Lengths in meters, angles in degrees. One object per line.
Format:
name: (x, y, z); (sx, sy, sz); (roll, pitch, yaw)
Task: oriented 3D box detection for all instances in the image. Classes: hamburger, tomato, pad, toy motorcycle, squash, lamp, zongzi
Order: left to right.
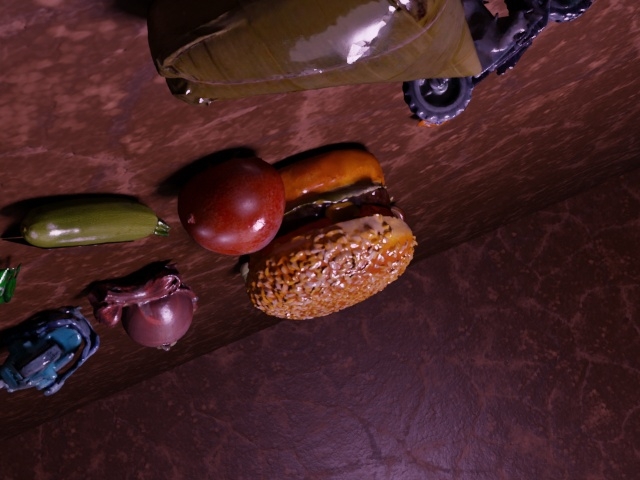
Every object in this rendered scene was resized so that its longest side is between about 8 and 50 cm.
toy motorcycle: (-0.580, 0.238, 1.545); (0.260, 0.154, 0.206); (-26, -166, 44)
pad: (-0.366, 0.000, 1.076); (0.112, 0.003, 0.157); (9, -171, 34)
squash: (-0.313, -0.029, 1.048); (0.066, 0.066, 0.252); (-31, 167, 31)
lamp: (-0.364, 0.136, 1.538); (0.215, 0.151, 0.223); (-26, 126, -22)
tomato: (-0.127, -0.051, 1.123); (0.167, 0.167, 0.167); (-23, 168, -5)
hamburger: (0.000, 0.000, 1.346); (0.330, 0.250, 0.330); (-24, 168, -5)
zongzi: (0.012, -0.183, 0.722); (0.274, 0.145, 0.300); (-25, 152, 13)
toy motorcycle: (0.187, -0.267, 0.866); (0.270, 0.159, 0.106); (-40, 178, 0)

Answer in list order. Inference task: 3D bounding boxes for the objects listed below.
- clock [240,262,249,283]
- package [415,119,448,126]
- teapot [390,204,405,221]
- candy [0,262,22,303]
clock: (-0.031, 0.033, 1.810); (0.308, 0.096, 0.235); (-32, 165, 30)
package: (0.216, -0.223, 1.326); (0.077, 0.033, 0.111); (-43, 165, 31)
teapot: (0.135, -0.003, 1.948); (0.252, 0.135, 0.178); (-57, -176, 37)
candy: (-0.556, 0.099, 1.118); (0.203, 0.078, 0.141); (-31, -175, -32)
